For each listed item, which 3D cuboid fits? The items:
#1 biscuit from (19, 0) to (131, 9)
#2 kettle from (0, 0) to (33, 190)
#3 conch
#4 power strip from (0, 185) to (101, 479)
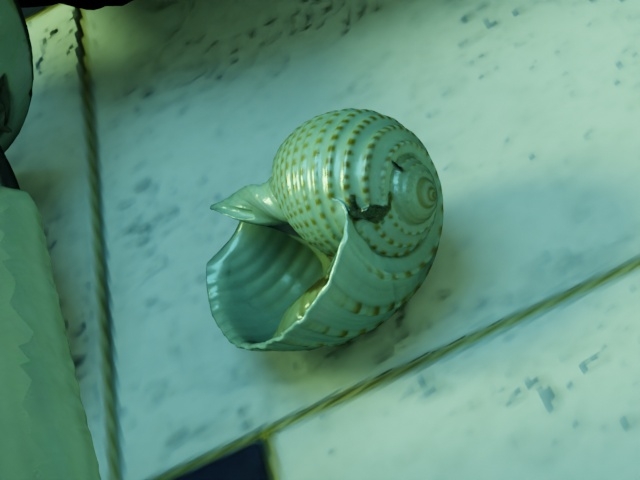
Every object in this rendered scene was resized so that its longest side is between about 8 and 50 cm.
[{"bbox_3d":[-0.023,-0.266,0.758,0.407,0.091,0.407,-38,34,32],"label":"biscuit"},{"bbox_3d":[-0.195,-0.005,0.636,0.221,0.161,0.236,21,46,12],"label":"kettle"},{"bbox_3d":[0.004,0.001,0.589,0.085,0.057,0.076,-27,48,59],"label":"conch"},{"bbox_3d":[-0.137,0.113,0.494,0.140,0.224,0.139,-3,38,-16],"label":"power strip"}]
